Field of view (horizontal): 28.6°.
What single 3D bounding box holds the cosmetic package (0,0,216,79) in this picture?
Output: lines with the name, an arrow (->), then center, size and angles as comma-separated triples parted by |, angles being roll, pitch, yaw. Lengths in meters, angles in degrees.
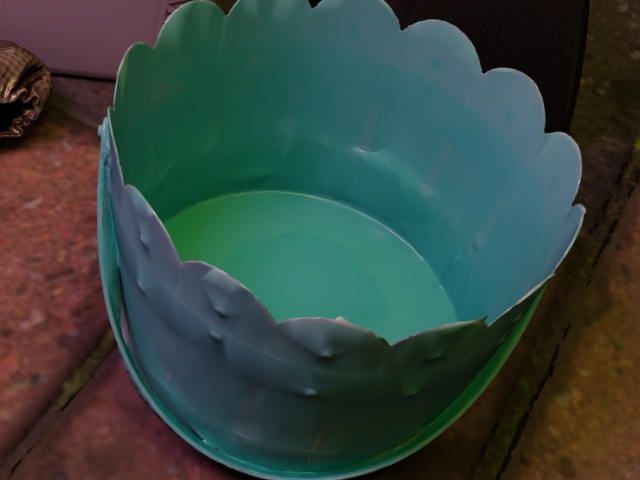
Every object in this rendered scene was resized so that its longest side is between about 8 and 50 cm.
cosmetic package -> -0.293, -0.260, 0.876 | 0.453, 0.230, 0.162 | 4, 50, -11

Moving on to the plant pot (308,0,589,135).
plant pot -> 0.109, -0.190, 0.968 | 0.188, 0.167, 0.187 | 2, 50, -15

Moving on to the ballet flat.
ballet flat -> -0.272, -0.063, 0.815 | 0.058, 0.084, 0.250 | 38, 45, 19

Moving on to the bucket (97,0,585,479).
bucket -> 0.000, 0.000, 0.763 | 0.281, 0.183, 0.281 | 7, 49, -8
